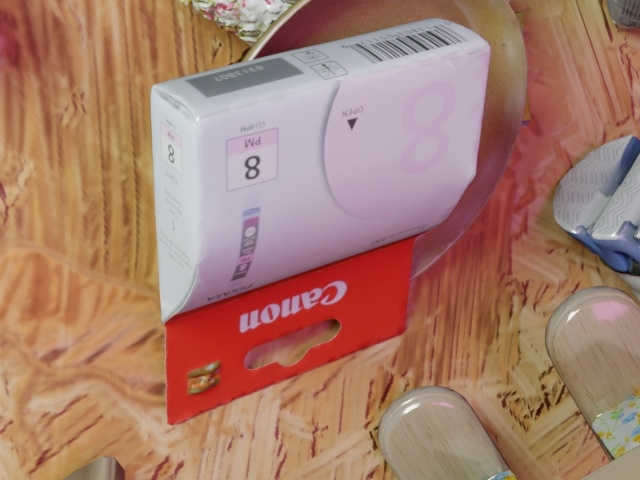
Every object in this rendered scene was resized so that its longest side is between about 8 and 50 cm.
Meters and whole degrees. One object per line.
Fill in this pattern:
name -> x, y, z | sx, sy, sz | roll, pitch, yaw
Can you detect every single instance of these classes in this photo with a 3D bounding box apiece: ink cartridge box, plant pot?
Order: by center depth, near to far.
ink cartridge box -> 0.000, 0.000, 0.749 | 0.189, 0.066, 0.232 | -18, 124, -29
plant pot -> 0.026, -0.063, 0.787 | 0.236, 0.032, 0.236 | -21, 130, -27

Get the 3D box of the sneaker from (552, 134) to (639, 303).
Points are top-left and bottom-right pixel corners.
sneaker -> 0.324, 0.026, 0.870 | 0.127, 0.315, 0.182 | -53, 126, -19

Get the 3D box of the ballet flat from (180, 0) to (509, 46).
ballet flat -> 0.017, -0.139, 0.810 | 0.241, 0.091, 0.077 | -4, 124, -26

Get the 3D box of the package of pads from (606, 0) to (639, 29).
package of pads -> 0.236, -0.300, 0.860 | 0.101, 0.229, 0.297 | 0, 89, 11

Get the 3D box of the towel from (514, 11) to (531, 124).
towel -> 0.122, -0.119, 0.908 | 0.060, 0.009, 0.083 | -5, 92, -30

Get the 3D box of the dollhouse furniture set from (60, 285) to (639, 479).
dollhouse furniture set -> 0.064, 0.179, 0.687 | 0.394, 0.362, 0.256 | -31, 109, 4
